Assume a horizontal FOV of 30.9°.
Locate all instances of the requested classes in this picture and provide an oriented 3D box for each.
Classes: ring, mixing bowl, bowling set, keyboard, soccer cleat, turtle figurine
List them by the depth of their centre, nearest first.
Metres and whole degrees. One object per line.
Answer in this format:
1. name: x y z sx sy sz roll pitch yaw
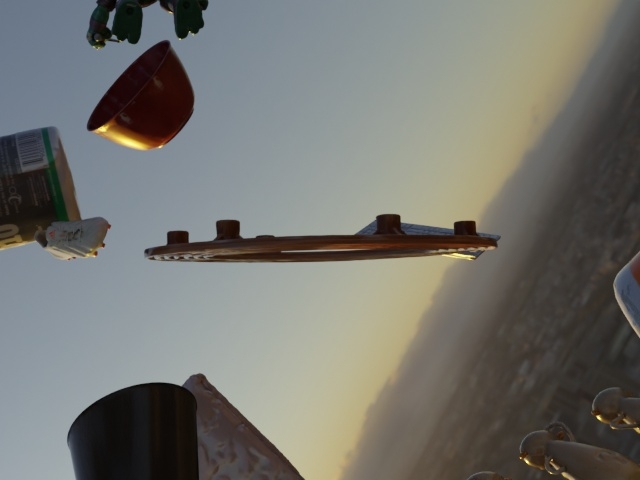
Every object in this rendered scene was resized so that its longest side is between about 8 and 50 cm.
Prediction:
1. ring: 0.000 0.000 1.107 0.336 0.337 0.032 27 -119 -82
2. bowling set: 0.279 0.292 1.207 0.287 0.154 0.199 -16 -74 -30
3. turtle figurine: -0.238 -0.320 1.541 0.175 0.118 0.234 -25 27 -8
4. mixing bowl: -0.256 -0.202 1.744 0.181 0.098 0.181 -37 25 21
5. keyboard: 0.168 -0.005 1.880 0.072 0.256 0.014 -41 -55 -36
6. soccer cleat: -0.425 -0.005 1.975 0.196 0.076 0.068 -16 54 52

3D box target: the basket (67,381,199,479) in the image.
1. basket: -0.224 0.326 1.453 0.204 0.154 0.227 -44 44 31

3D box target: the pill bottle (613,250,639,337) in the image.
1. pill bottle: 0.454 -0.031 0.957 0.392 0.224 0.224 -51 -4 20

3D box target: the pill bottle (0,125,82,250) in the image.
1. pill bottle: -0.630 -0.074 2.105 0.204 0.361 0.204 166 90 -81

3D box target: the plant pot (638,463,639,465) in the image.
1. plant pot: 0.404 0.532 1.760 0.305 0.334 0.334 -5 -45 -31

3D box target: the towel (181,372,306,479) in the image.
1. towel: -0.173 0.417 1.724 0.332 0.317 0.053 -50 -8 14
